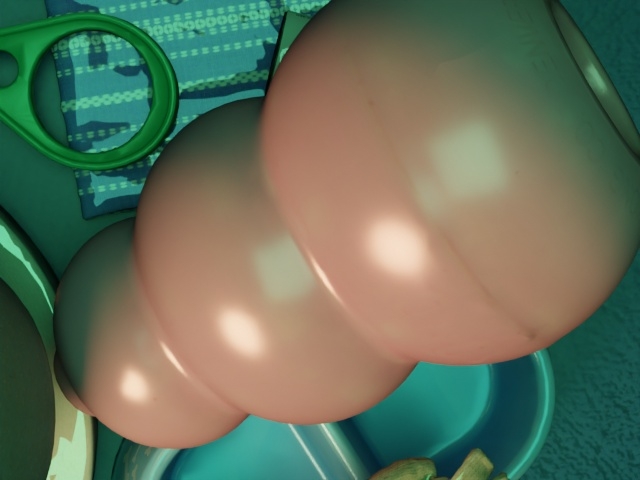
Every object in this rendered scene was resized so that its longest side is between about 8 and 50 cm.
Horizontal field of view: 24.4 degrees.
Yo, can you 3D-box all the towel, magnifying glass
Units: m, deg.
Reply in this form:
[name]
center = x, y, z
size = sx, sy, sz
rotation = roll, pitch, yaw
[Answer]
[towel]
center = -0.052, -0.197, 0.891
size = 0.243, 0.040, 0.336
rotation = -9, 93, -5
[magnifying glass]
center = -0.196, -0.103, 0.872
size = 0.231, 0.026, 0.092
rotation = 14, 96, 0

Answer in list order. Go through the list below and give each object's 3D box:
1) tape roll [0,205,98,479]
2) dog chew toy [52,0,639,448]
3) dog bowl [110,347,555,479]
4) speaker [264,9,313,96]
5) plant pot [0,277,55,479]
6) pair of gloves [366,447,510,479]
[tape roll]
center = -0.324, 0.118, 0.856
size = 0.392, 0.072, 0.392
rotation = 0, 93, -6
[dog chew toy]
center = 0.000, 0.000, 0.773
size = 0.332, 0.206, 0.206
rotation = -30, 95, 19
[dog bowl]
center = 0.013, 0.124, 0.892
size = 0.297, 0.074, 0.166
rotation = -33, 95, -5
[speaker]
center = 0.039, -0.092, 0.866
size = 0.136, 0.055, 0.055
rotation = 14, 90, -6
[plant pot]
center = -0.246, 0.088, 0.715
size = 0.195, 0.290, 0.290
rotation = 2, 92, -43
[pair of gloves]
center = 0.039, 0.222, 0.857
size = 0.204, 0.042, 0.240
rotation = -35, 135, -6
